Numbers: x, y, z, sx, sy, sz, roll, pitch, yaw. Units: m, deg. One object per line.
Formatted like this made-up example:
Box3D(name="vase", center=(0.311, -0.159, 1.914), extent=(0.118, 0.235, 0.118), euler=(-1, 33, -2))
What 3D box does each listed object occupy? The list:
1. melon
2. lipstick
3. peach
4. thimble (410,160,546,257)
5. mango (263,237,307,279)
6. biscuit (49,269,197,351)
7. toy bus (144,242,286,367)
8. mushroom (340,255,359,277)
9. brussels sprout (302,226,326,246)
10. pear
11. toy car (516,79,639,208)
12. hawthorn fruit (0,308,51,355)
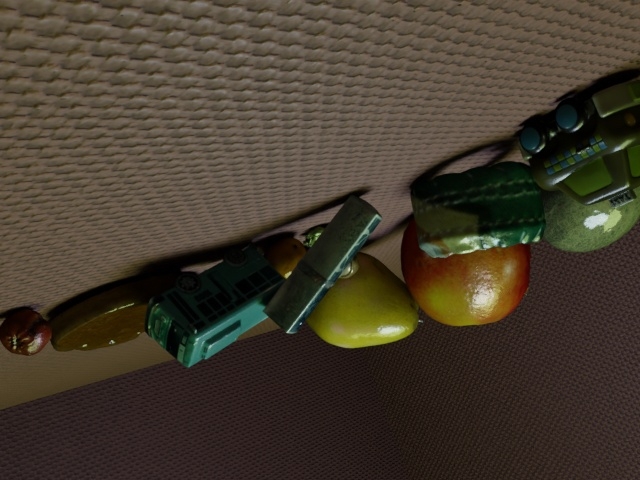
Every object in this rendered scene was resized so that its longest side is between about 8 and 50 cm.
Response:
Box3D(name="melon", center=(0.639, -0.104, 1.558), extent=(0.249, 0.248, 0.329), euler=(-18, 165, -12))
Box3D(name="lipstick", center=(0.006, 0.044, 1.254), extent=(0.289, 0.076, 0.077), euler=(-54, 163, 5))
Box3D(name="peach", center=(0.367, 0.042, 1.673), extent=(0.243, 0.380, 0.306), euler=(-15, -165, -30))
Box3D(name="thimble", center=(0.320, -0.059, 1.341), extent=(0.255, 0.167, 0.288), euler=(-9, 178, 5))
Box3D(name="mango", center=(-0.079, 0.047, 1.403), extent=(0.115, 0.089, 0.165), euler=(-50, 180, -2))
Box3D(name="biscuit", center=(-0.397, 0.153, 1.416), extent=(0.359, 0.074, 0.381), euler=(-25, 170, 23))
Box3D(name="toy bus", center=(-0.200, 0.127, 1.272), extent=(0.256, 0.147, 0.128), euler=(-31, 155, -39))
Box3D(name="mushroom", center=(-0.049, 0.083, 1.589), extent=(0.350, 0.128, 0.128), euler=(-16, 170, -42))
Box3D(name="brussels sprout", center=(0.000, 0.000, 1.430), extent=(0.085, 0.058, 0.085), euler=(-5, 178, 0))
Box3D(name="pear", center=(0.104, 0.181, 1.831), extent=(0.285, 0.336, 0.284), euler=(-39, 156, -21))
Box3D(name="toy car", center=(0.493, -0.152, 1.162), extent=(0.204, 0.198, 0.248), euler=(-15, 171, -32))
Box3D(name="hawthorn fruit", center=(-0.539, 0.165, 1.200), extent=(0.093, 0.093, 0.093), euler=(-19, 170, -4))
